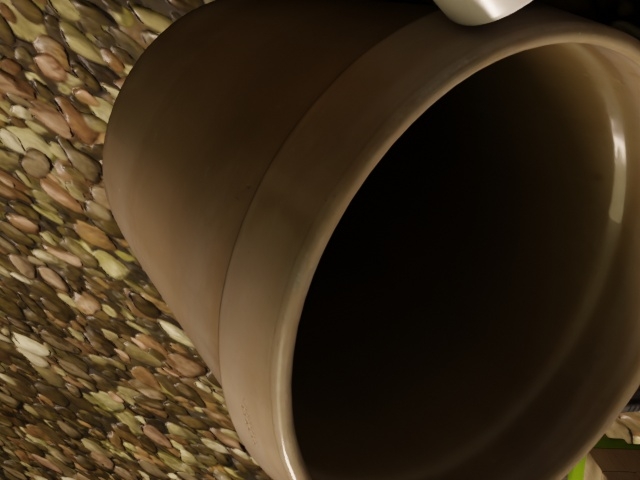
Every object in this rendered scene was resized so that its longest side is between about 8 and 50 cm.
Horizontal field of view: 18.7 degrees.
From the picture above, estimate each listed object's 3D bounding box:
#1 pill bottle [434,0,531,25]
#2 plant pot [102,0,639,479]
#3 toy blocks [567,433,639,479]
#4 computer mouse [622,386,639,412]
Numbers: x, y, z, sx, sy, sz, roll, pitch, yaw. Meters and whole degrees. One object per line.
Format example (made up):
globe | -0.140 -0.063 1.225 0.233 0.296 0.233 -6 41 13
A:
pill bottle | 0.041 -0.209 0.970 0.117 0.118 0.208 -1 140 49
plant pot | 0.019 -0.017 1.178 0.280 0.323 0.323 30 161 43
toy blocks | 0.338 0.238 1.337 0.260 0.191 0.381 2 -168 -7
computer mouse | 0.131 0.099 1.310 0.262 0.060 0.184 4 -171 -18
